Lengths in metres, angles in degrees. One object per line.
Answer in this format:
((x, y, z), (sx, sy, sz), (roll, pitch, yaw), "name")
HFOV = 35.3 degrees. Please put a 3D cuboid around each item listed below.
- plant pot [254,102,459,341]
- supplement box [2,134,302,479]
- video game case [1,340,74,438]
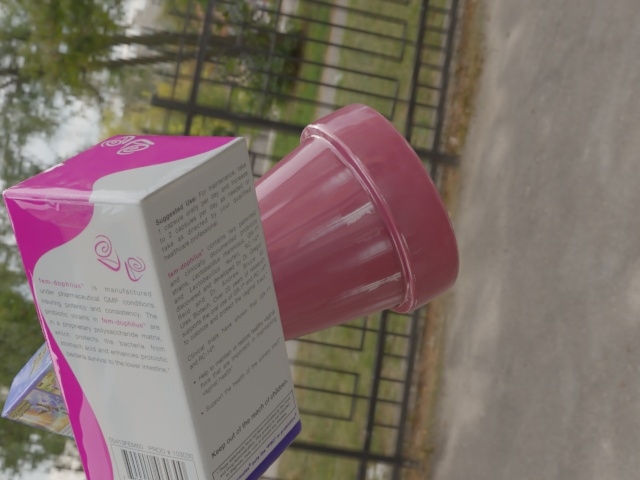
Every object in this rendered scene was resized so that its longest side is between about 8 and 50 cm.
((0.000, 0.000, 0.937), (0.201, 0.180, 0.201), (55, 165, 23), "plant pot")
((-0.101, 0.052, 0.645), (0.114, 0.111, 0.220), (-41, -51, -50), "supplement box")
((-0.235, 0.190, 1.244), (0.269, 0.244, 0.061), (-40, 35, 48), "video game case")
